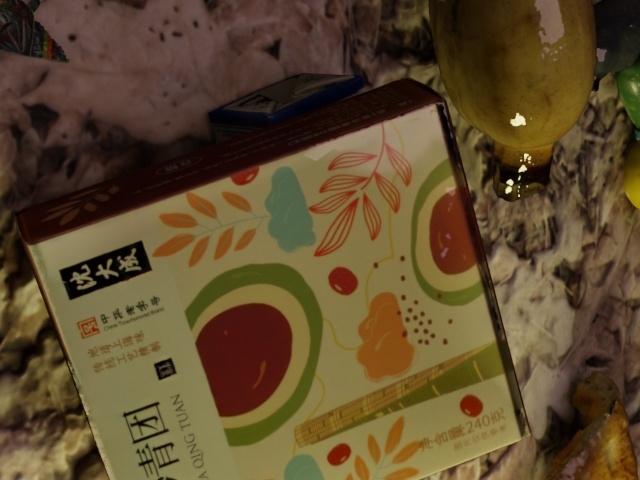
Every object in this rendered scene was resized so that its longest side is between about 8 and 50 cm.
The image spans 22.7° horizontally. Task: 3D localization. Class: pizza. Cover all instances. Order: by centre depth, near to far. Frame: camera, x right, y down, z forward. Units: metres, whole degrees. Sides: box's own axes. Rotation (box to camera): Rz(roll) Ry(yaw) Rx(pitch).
[{"bbox_3d":[0.319,0.341,1.908,0.182,0.074,0.365,-14,105,-39],"label":"pizza"}]

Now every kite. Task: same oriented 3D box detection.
[{"bbox_3d":[-0.264,-0.196,1.406,0.090,0.004,0.122,-49,123,-25],"label":"kite"}]

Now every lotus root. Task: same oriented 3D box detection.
[{"bbox_3d":[0.207,-0.185,1.684,0.183,0.183,0.310,-23,114,-35],"label":"lotus root"}]

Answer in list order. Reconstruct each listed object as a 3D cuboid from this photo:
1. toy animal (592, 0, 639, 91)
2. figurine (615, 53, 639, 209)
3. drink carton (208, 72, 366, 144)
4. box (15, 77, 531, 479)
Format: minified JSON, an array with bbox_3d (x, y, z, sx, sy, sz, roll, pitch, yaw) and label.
[{"bbox_3d":[0.350,-0.235,1.796,0.210,0.117,0.121,-65,140,-50],"label":"toy animal"},{"bbox_3d":[0.438,-0.128,1.928,0.185,0.127,0.234,-27,102,-42],"label":"figurine"},{"bbox_3d":[0.000,0.000,1.585,0.130,0.107,0.315,-27,113,-32],"label":"drink carton"},{"bbox_3d":[-0.036,0.078,1.454,0.385,0.122,0.344,-20,110,-10],"label":"box"}]
